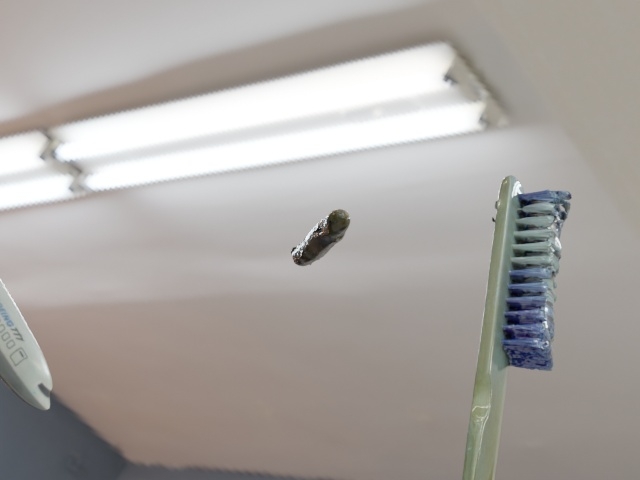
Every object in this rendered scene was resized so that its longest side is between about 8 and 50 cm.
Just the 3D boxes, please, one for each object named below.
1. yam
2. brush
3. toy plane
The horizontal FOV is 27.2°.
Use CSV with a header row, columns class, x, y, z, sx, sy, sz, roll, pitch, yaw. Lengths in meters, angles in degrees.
class,x,y,z,sx,sy,sz,roll,pitch,yaw
yam,0.000,0.000,0.621,0.014,0.014,0.107,33,-13,-4
brush,0.071,0.058,0.497,0.030,0.178,0.033,6,-29,12
toy plane,-0.189,-0.018,0.618,0.226,0.058,0.226,-68,137,-86
